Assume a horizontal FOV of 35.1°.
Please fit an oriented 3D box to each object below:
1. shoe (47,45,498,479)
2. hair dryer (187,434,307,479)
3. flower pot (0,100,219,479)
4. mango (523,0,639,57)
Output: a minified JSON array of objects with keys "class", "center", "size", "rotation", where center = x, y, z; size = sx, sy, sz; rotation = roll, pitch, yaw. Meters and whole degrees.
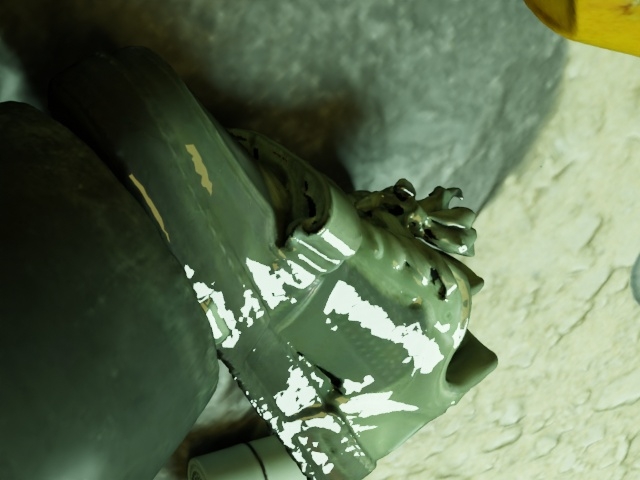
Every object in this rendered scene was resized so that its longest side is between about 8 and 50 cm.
[{"class":"shoe","center":[0.002,0.001,0.469],"size":[0.149,0.109,0.293],"rotation":[-35,137,-9]},{"class":"hair dryer","center":[-0.039,0.173,0.618],"size":[0.082,0.047,0.137],"rotation":[-10,134,-25]},{"class":"flower pot","center":[-0.134,0.043,0.364],"size":[0.148,0.235,0.235],"rotation":[-38,138,-27]},{"class":"mango","center":[0.140,-0.154,0.412],"size":[0.154,0.126,0.252],"rotation":[-38,136,16]}]
